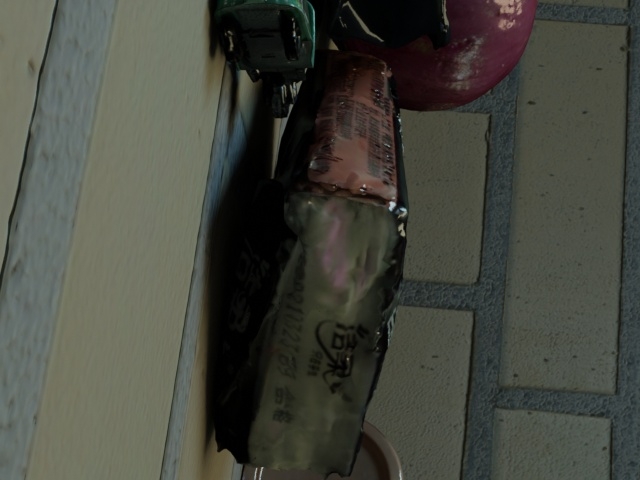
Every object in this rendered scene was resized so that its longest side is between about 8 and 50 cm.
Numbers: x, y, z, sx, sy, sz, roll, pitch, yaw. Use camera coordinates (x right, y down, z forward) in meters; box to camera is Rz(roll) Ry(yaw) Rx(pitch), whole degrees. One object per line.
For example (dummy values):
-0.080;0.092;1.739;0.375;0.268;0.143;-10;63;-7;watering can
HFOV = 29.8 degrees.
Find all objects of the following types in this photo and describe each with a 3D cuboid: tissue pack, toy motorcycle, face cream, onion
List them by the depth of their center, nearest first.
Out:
-0.032;-0.147;0.783;0.173;0.058;0.100;69;21;-76;toy motorcycle
0.000;0.000;0.953;0.332;0.123;0.245;-83;-178;-65;tissue pack
0.003;0.246;1.129;0.104;0.149;0.149;87;9;-55;face cream
0.153;-0.326;1.460;0.358;0.345;0.358;-35;-134;46;onion

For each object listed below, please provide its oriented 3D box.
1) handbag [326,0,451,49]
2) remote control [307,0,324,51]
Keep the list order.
0.059;-0.323;0.993;0.269;0.118;0.325;-46;138;-78;handbag
-0.025;-0.246;0.846;0.377;0.044;0.107;84;9;-72;remote control
